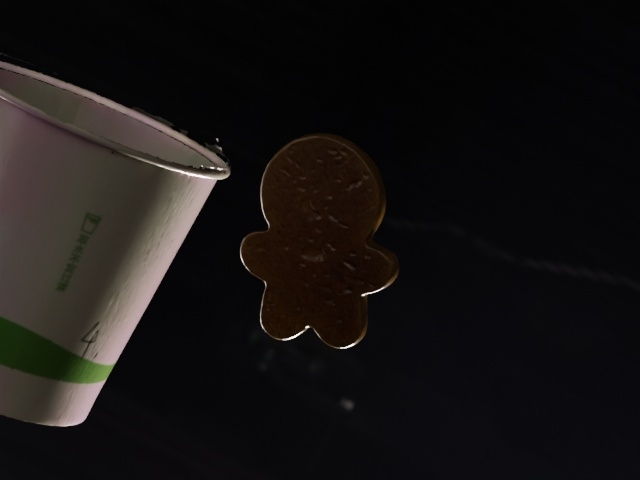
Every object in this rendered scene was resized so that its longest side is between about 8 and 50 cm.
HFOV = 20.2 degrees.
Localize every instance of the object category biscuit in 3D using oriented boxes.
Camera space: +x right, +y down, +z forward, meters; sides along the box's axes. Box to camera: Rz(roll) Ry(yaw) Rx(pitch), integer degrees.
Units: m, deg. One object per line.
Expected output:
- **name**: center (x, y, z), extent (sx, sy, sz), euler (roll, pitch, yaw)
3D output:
- **biscuit**: center (0.000, 0.000, 1.941), extent (0.039, 0.180, 0.236), euler (-36, 134, -66)

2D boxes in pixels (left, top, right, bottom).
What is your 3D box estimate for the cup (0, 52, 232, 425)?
- **cup**: center (-0.240, 0.003, 1.571), extent (0.253, 0.253, 0.274), euler (-58, 172, -81)
